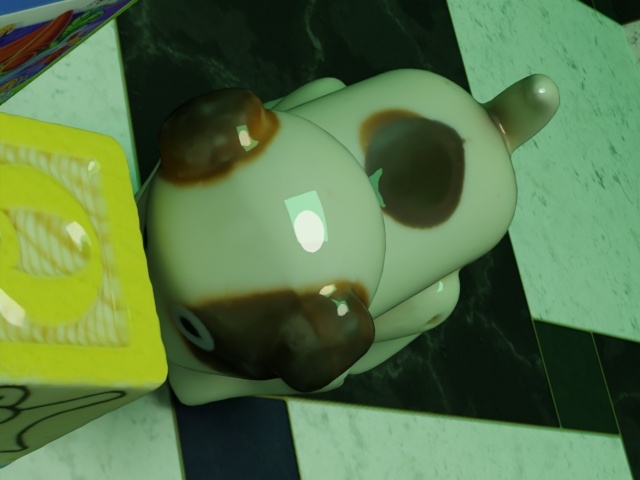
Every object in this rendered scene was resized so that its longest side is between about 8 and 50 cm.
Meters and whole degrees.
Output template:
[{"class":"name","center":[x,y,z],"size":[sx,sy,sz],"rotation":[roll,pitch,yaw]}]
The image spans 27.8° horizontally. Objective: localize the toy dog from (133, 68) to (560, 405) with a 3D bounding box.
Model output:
[{"class":"toy dog","center":[0.000,0.000,1.067],"size":[0.408,0.396,0.284],"rotation":[-21,93,-64]}]

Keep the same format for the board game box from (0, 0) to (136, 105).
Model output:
[{"class":"board game box","center":[-0.298,-0.134,0.899],"size":[0.078,0.233,0.347],"rotation":[60,35,-2]}]

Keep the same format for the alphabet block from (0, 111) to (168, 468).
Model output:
[{"class":"alphabet block","center":[-0.248,0.039,0.876],"size":[0.192,0.197,0.193],"rotation":[8,61,-50]}]
